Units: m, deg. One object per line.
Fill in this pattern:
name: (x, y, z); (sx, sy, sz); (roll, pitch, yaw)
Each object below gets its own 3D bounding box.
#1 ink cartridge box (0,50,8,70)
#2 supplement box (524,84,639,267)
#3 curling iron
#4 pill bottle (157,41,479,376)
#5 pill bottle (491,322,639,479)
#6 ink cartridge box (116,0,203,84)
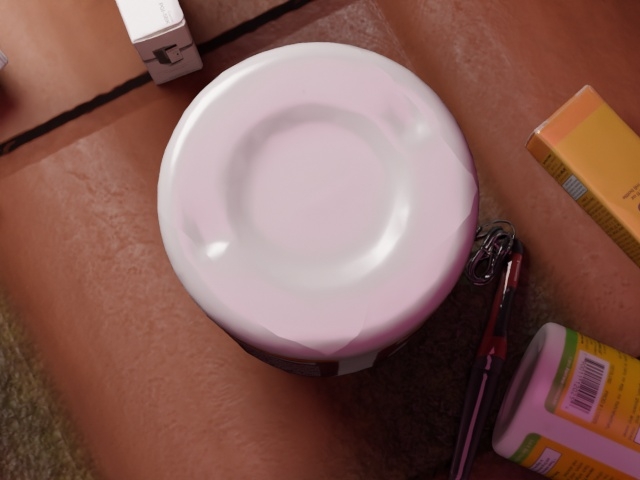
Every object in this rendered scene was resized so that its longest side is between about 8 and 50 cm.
ink cartridge box: (-0.500, -0.157, 1.111); (0.296, 0.066, 0.261); (-45, 55, -6)
supplement box: (0.313, -0.041, 1.080); (0.078, 0.080, 0.233); (-41, 81, -5)
curling iron: (0.155, 0.112, 1.077); (0.068, 0.035, 0.273); (8, 80, 6)
pill bottle: (0.000, 0.000, 0.916); (0.224, 0.392, 0.224); (0, 80, 0)
pill bottle: (0.298, 0.185, 1.012); (0.246, 0.136, 0.136); (24, 82, 4)
ink cartridge box: (-0.167, -0.227, 1.085); (0.056, 0.135, 0.099); (-22, 81, -2)
